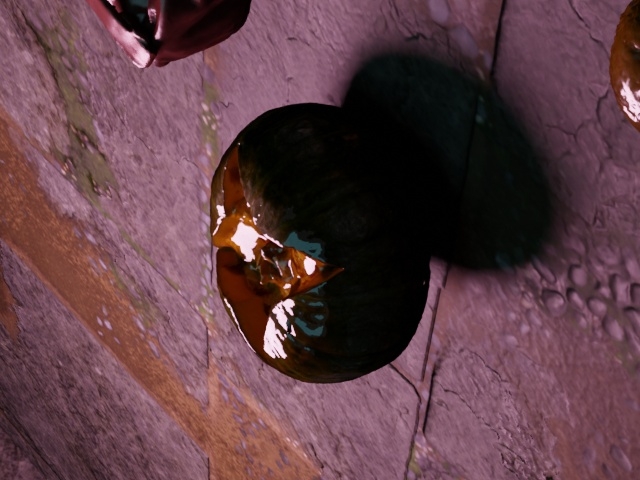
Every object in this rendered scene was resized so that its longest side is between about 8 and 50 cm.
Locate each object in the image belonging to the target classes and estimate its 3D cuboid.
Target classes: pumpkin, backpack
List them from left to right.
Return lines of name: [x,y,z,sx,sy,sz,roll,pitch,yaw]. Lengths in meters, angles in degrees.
backpack: [-0.146,-0.263,1.275,0.229,0.139,0.229,39,149,29]
pumpkin: [0.003,0.000,1.309,0.238,0.159,0.238,34,129,57]

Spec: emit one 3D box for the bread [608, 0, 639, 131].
bread: [0.294,-0.057,0.825,0.344,0.084,0.124,31,145,41]
